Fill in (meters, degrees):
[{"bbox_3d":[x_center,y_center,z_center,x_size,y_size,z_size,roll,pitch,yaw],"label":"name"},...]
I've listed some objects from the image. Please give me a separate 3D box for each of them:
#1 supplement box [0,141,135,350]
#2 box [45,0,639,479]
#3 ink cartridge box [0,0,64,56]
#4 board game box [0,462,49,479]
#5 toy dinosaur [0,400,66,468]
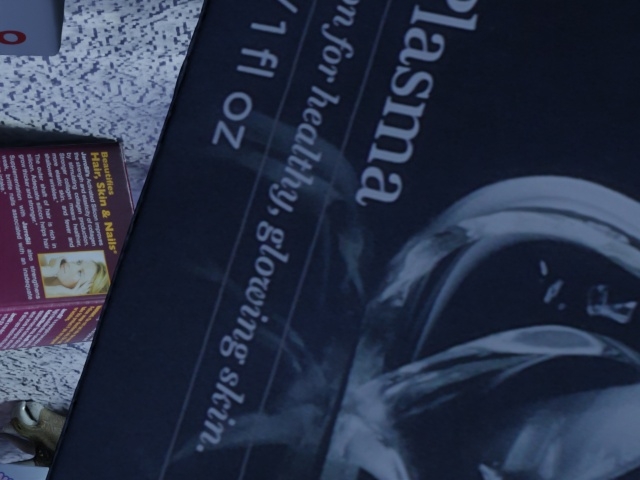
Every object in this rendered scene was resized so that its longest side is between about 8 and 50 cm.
[{"bbox_3d":[-0.206,0.008,1.069,0.188,0.104,0.081,-4,160,-27],"label":"supplement box"},{"bbox_3d":[0.168,0.103,0.719,0.472,0.479,0.297,14,168,14],"label":"box"},{"bbox_3d":[-0.188,-0.166,0.774,0.153,0.086,0.208,1,155,-2],"label":"ink cartridge box"},{"bbox_3d":[-0.344,0.261,1.438,0.318,0.066,0.318,4,148,6],"label":"board game box"},{"bbox_3d":[-0.124,0.239,1.491,0.160,0.313,0.121,-42,165,23],"label":"toy dinosaur"}]
